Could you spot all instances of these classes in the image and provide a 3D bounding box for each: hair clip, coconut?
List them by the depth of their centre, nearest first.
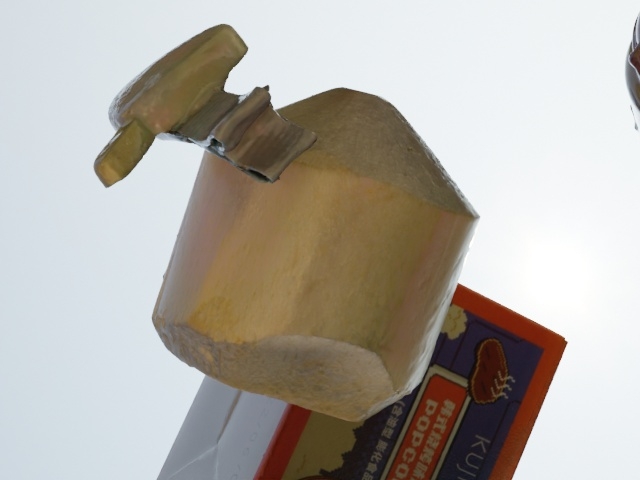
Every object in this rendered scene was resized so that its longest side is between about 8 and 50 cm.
[{"bbox_3d":[-0.099,-0.088,0.945,0.218,0.159,0.071,25,151,58],"label":"hair clip"},{"bbox_3d":[0.000,0.000,1.025,0.239,0.244,0.239,20,-176,-2],"label":"coconut"}]

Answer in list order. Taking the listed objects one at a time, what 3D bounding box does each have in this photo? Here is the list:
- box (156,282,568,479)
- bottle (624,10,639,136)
[{"bbox_3d":[0.030,0.193,1.372,0.257,0.318,0.348,27,-97,-19],"label":"box"},{"bbox_3d":[0.294,-0.122,0.995,0.120,0.120,0.253,60,-172,21],"label":"bottle"}]
